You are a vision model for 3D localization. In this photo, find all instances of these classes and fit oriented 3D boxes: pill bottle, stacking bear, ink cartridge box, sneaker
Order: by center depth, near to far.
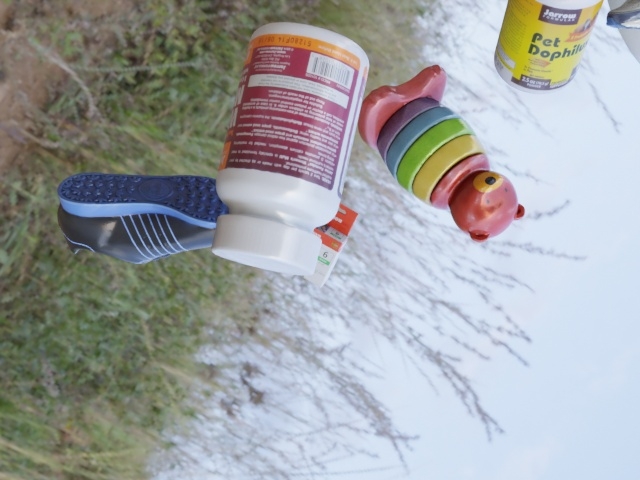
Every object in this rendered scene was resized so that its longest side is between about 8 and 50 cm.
[{"bbox_3d":[-0.032,-0.085,0.838,0.121,0.121,0.221,-2,-107,60],"label":"pill bottle"},{"bbox_3d":[0.330,-0.248,0.847,0.135,0.058,0.052,-28,-155,-15],"label":"sneaker"},{"bbox_3d":[-0.176,-0.018,0.976,0.081,0.232,0.090,-85,-178,-49],"label":"sneaker"},{"bbox_3d":[0.301,-0.301,1.131,0.215,0.117,0.117,92,12,-56],"label":"pill bottle"},{"bbox_3d":[0.000,0.000,1.171,0.115,0.063,0.029,-64,172,29],"label":"ink cartridge box"},{"bbox_3d":[0.210,-0.122,1.431,0.175,0.289,0.164,-26,151,-23],"label":"stacking bear"}]

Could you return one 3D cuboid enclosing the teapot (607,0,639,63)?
[{"bbox_3d":[0.524,-0.356,1.194,0.187,0.256,0.252,-22,-164,43],"label":"teapot"}]
